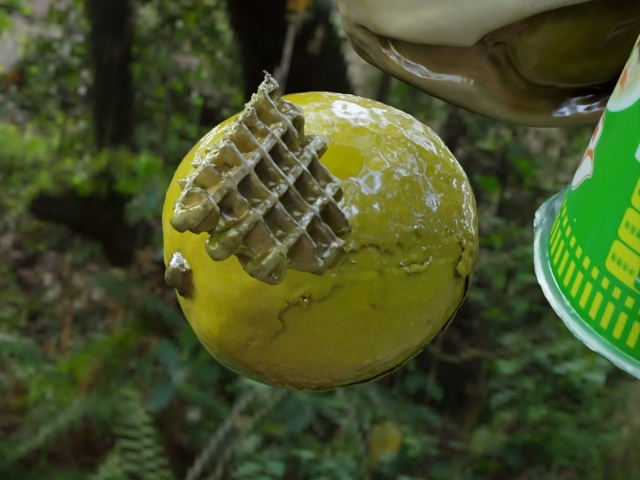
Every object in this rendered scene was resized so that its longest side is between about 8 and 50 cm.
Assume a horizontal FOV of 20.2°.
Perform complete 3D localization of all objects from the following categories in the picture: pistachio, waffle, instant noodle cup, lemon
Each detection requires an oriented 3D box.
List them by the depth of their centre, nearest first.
[{"bbox_3d":[0.231,-0.062,0.925,0.207,0.233,0.207,6,38,-5],"label":"instant noodle cup"},{"bbox_3d":[0.117,-0.146,1.072,0.238,0.153,0.138,17,-29,23],"label":"pistachio"},{"bbox_3d":[-0.046,-0.048,1.259,0.160,0.046,0.192,26,39,-36],"label":"waffle"},{"bbox_3d":[0.001,0.000,1.671,0.297,0.297,0.297,11,4,-1],"label":"lemon"}]
